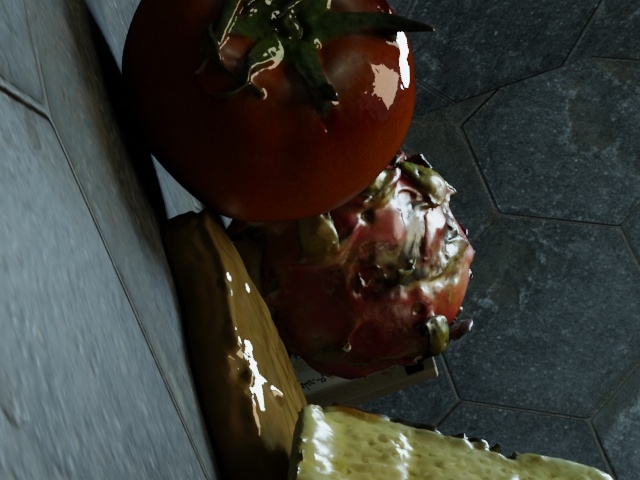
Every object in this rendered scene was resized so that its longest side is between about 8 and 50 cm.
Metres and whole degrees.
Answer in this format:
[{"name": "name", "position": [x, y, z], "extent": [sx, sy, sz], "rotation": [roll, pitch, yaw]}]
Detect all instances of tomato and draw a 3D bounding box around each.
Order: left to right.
[{"name": "tomato", "position": [-0.045, -0.138, 1.177], "extent": [0.224, 0.256, 0.256], "rotation": [113, -39, -65]}]

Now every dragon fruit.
[{"name": "dragon fruit", "position": [0.000, 0.000, 1.648], "extent": [0.263, 0.314, 0.296], "rotation": [47, 43, -47]}]

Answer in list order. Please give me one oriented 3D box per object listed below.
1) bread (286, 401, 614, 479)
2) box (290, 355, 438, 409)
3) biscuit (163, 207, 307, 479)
[{"name": "bread", "position": [0.095, 0.224, 0.922], "extent": [0.263, 0.236, 0.198], "rotation": [-81, 156, -58]}, {"name": "box", "position": [0.038, 0.145, 1.763], "extent": [0.058, 0.201, 0.141], "rotation": [70, 0, -47]}, {"name": "biscuit", "position": [-0.035, 0.175, 1.183], "extent": [0.385, 0.062, 0.365], "rotation": [70, 1, -51]}]
